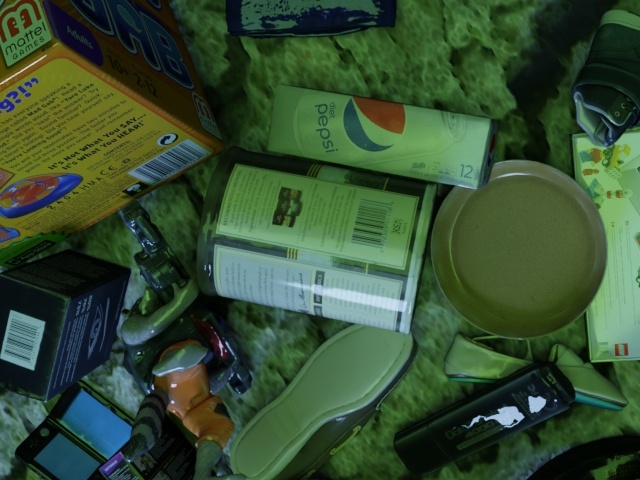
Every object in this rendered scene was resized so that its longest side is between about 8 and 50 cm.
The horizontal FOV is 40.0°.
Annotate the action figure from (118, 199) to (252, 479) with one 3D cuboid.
[{"bbox_3d":[-0.213,0.135,1.145,0.178,0.330,0.341,-31,114,-8],"label":"action figure"}]

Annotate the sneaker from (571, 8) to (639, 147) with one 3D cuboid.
[{"bbox_3d":[0.422,-0.172,1.076,0.226,0.086,0.163,25,73,16],"label":"sneaker"}]

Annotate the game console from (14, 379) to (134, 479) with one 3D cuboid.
[{"bbox_3d":[-0.361,0.306,1.323,0.144,0.124,0.085,36,129,3],"label":"game console"}]

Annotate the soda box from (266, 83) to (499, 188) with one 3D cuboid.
[{"bbox_3d":[0.081,-0.137,1.147,0.286,0.098,0.091,12,100,17],"label":"soda box"}]

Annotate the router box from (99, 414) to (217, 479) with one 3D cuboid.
[{"bbox_3d":[-0.225,0.331,1.252,0.046,0.179,0.133,-40,90,11],"label":"router box"}]

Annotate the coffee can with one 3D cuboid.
[{"bbox_3d":[0.000,0.000,1.149,0.275,0.201,0.202,11,101,8],"label":"coffee can"}]

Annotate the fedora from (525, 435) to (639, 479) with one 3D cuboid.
[{"bbox_3d":[0.395,0.420,1.142,0.334,0.334,0.153,-22,124,12],"label":"fedora"}]

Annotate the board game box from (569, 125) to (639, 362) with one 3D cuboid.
[{"bbox_3d":[0.437,0.001,1.148,0.192,0.053,0.306,-5,98,12],"label":"board game box"}]

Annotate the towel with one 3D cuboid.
[{"bbox_3d":[-0.016,-0.425,1.157,0.227,0.076,0.308,-1,98,3],"label":"towel"}]

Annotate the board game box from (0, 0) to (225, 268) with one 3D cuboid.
[{"bbox_3d":[-0.394,-0.223,1.053,0.356,0.356,0.357,-27,72,13],"label":"board game box"}]

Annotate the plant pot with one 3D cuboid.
[{"bbox_3d":[0.261,0.012,1.163,0.236,0.032,0.237,2,94,28],"label":"plant pot"}]

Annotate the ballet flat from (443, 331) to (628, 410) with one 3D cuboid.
[{"bbox_3d":[0.293,0.170,1.192,0.248,0.086,0.086,9,100,9],"label":"ballet flat"}]

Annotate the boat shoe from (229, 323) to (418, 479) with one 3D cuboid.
[{"bbox_3d":[0.017,0.233,1.237,0.324,0.096,0.117,-44,49,10],"label":"boat shoe"}]

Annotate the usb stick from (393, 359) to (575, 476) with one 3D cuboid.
[{"bbox_3d":[0.213,0.244,1.185,0.278,0.045,0.077,-36,94,34],"label":"usb stick"}]

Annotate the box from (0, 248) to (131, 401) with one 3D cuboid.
[{"bbox_3d":[-0.366,0.111,1.228,0.108,0.207,0.153,17,100,7],"label":"box"}]
